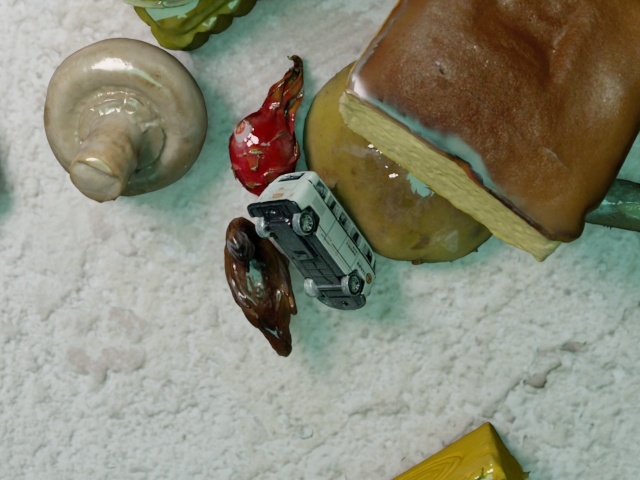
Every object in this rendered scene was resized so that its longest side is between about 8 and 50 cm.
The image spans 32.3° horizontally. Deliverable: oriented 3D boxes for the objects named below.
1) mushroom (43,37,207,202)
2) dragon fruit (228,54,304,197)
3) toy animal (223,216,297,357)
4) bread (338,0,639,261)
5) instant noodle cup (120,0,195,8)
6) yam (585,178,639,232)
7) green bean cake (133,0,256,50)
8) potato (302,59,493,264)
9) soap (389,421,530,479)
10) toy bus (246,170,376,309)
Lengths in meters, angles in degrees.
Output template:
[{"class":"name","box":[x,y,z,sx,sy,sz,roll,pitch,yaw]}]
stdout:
[{"class":"mushroom","box":[-0.257,-0.145,1.363,0.206,0.209,0.206,15,117,31]},{"class":"dragon fruit","box":[-0.067,-0.146,1.409,0.094,0.094,0.190,11,94,1]},{"class":"toy animal","box":[-0.075,0.058,1.391,0.089,0.179,0.188,-21,84,1]},{"class":"bread","box":[0.228,-0.197,1.294,0.323,0.143,0.333,34,74,-4]},{"class":"instant noodle cup","box":[-0.193,-0.381,1.184,0.264,0.200,0.264,0,101,3]},{"class":"yam","box":[0.398,-0.042,1.406,0.169,0.068,0.068,11,101,2]},{"class":"green bean cake","box":[-0.159,-0.376,1.347,0.233,0.124,0.236,-36,96,9]},{"class":"potato","box":[0.106,-0.088,1.397,0.239,0.116,0.299,-41,94,14]},{"class":"soap","box":[0.119,0.373,1.434,0.324,0.204,0.096,-33,94,8]},{"class":"toy bus","box":[0.000,0.000,1.383,0.087,0.089,0.194,-5,132,44]}]
